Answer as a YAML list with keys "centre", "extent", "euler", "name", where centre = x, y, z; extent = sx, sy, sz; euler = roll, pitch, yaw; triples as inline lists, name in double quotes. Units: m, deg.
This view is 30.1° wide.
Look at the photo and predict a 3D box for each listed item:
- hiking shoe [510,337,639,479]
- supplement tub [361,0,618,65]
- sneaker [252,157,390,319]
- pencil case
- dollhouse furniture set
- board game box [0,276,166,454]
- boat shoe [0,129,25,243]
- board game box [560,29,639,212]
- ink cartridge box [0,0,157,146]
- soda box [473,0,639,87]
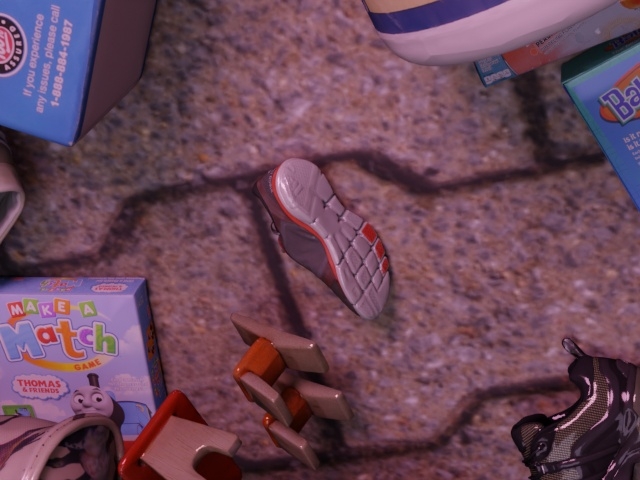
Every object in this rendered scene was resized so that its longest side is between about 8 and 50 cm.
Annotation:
- centre: [0.211, 0.200, 1.015]
  extent: [0.114, 0.086, 0.226]
  euler: [23, 92, 16]
  name: "hiking shoe"
- centre: [0.078, -0.291, 0.720]
  extent: [0.228, 0.228, 0.316]
  euler: [-22, 110, 21]
  name: "supplement tub"
- centre: [0.000, 0.000, 0.995]
  extent: [0.065, 0.061, 0.158]
  euler: [-13, 115, 47]
  name: "sneaker"
- centre: [-0.370, 0.214, 1.070]
  extent: [0.411, 0.183, 0.159]
  euler: [3, 74, 25]
  name: "pencil case"
- centre: [-0.096, 0.225, 1.023]
  extent: [0.135, 0.262, 0.259]
  euler: [20, 151, 34]
  name: "dollhouse furniture set"
- centre: [-0.226, 0.133, 1.107]
  extent: [0.160, 0.039, 0.211]
  euler: [0, 116, 13]
  name: "board game box"
- centre: [-0.353, 0.027, 1.025]
  extent: [0.302, 0.109, 0.094]
  euler: [-54, 54, 27]
  name: "boat shoe"
- centre: [0.300, -0.077, 0.888]
  extent: [0.160, 0.047, 0.210]
  euler: [-27, 109, 23]
  name: "board game box"
- centre: [-0.309, -0.273, 0.843]
  extent: [0.395, 0.166, 0.285]
  euler: [18, 118, 2]
  name: "ink cartridge box"
- centre: [0.191, -0.175, 0.851]
  extent: [0.183, 0.063, 0.058]
  euler: [-20, 112, 20]
  name: "soda box"
